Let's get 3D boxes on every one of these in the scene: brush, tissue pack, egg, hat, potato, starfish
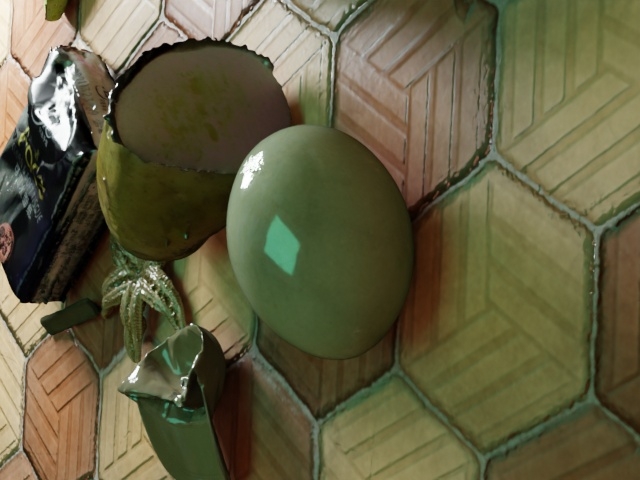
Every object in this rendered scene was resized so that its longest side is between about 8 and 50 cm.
[{"bbox_3d":[-0.371,0.110,1.807,0.034,0.027,0.190,55,145,-9],"label":"brush"},{"bbox_3d":[-0.393,-0.095,1.776,0.332,0.123,0.245,-54,50,33],"label":"tissue pack"},{"bbox_3d":[0.000,0.000,1.217,0.186,0.186,0.253,-41,53,42],"label":"egg"},{"bbox_3d":[-0.144,0.208,1.494,0.166,0.144,0.173,-15,119,48],"label":"hat"},{"bbox_3d":[-0.177,-0.087,1.462,0.266,0.229,0.229,125,134,-54],"label":"potato"},{"bbox_3d":[-0.237,0.054,1.633,0.277,0.062,0.236,-45,58,34],"label":"starfish"}]

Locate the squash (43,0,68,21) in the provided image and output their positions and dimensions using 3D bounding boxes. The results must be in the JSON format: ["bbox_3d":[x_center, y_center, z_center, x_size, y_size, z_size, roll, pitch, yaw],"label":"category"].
[{"bbox_3d":[-0.391,-0.436,1.844,0.200,0.075,0.090,-53,23,33],"label":"squash"}]
